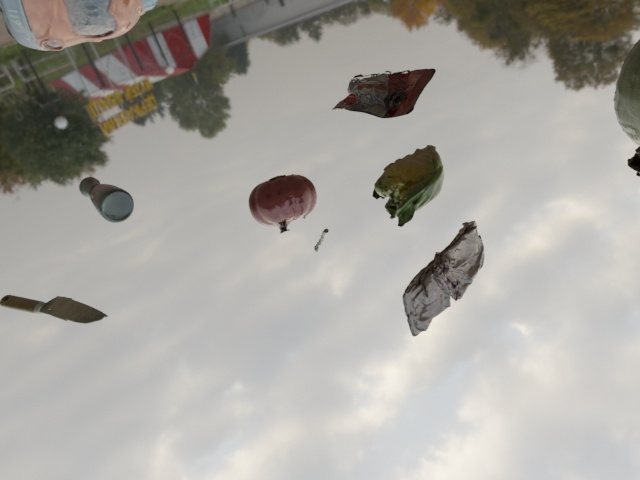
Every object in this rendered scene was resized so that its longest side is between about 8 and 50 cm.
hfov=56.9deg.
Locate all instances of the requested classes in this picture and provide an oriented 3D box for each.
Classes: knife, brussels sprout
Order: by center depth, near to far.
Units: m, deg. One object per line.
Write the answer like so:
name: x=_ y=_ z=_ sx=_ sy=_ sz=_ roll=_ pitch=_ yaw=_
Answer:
knife: x=-0.470 y=0.114 z=1.030 sx=0.297 sy=0.017 sz=0.047 roll=4 pitch=-141 yaw=35
brussels sprout: x=0.190 y=-0.116 z=1.205 sx=0.139 sy=0.101 sz=0.181 roll=-1 pitch=-145 yaw=45

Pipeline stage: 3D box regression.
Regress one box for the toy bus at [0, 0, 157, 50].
toy bus: x=-0.343 y=-0.411 z=0.847 sx=0.231 sy=0.194 sz=0.288 roll=3 pitch=-120 yaw=-12

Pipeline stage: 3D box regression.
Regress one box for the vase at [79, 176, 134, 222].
vase: x=-0.559 y=-0.114 z=1.519 sx=0.086 sy=0.086 sz=0.214 roll=-33 pitch=-145 yaw=-26

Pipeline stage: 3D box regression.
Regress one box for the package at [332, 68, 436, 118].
package: x=0.164 y=-0.396 z=1.601 sx=0.269 sy=0.071 sz=0.194 roll=8 pitch=-118 yaw=31

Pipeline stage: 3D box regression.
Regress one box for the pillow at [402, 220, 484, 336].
pillow: x=0.254 y=0.075 z=1.178 sx=0.049 sy=0.135 sz=0.248 roll=19 pitch=-128 yaw=43

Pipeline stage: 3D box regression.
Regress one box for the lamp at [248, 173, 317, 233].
lamp: x=-0.093 y=-0.093 z=1.505 sx=0.181 sy=0.140 sz=0.182 roll=-18 pitch=180 yaw=0

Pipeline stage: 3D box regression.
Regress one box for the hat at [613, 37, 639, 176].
hat: x=0.379 y=-0.150 z=0.587 sx=0.257 sy=0.257 sz=0.130 roll=-27 pitch=-148 yaw=-12

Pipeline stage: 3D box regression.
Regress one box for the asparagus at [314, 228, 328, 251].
asparagus: x=0.000 y=0.000 z=1.479 sx=0.016 sy=0.016 sz=0.163 roll=11 pitch=160 yaw=-7
